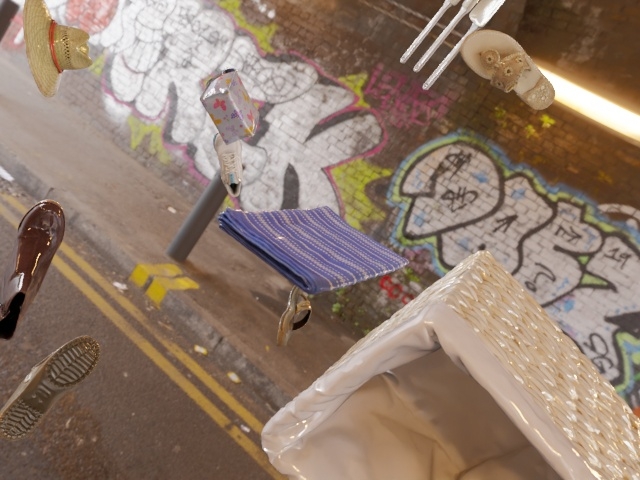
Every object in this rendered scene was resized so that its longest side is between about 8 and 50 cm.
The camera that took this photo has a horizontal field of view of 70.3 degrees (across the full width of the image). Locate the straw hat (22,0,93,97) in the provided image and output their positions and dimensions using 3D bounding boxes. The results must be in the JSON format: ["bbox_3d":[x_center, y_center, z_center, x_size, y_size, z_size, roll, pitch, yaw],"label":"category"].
[{"bbox_3d":[-0.348,-0.266,0.626,0.061,0.145,0.144,-1,16,-14],"label":"straw hat"}]

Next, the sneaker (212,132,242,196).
[{"bbox_3d":[-0.223,-0.187,1.140,0.191,0.071,0.083,89,-12,-51],"label":"sneaker"}]

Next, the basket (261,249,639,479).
[{"bbox_3d":[0.168,0.241,0.583,0.331,0.328,0.266,48,34,6],"label":"basket"}]

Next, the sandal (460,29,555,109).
[{"bbox_3d":[0.390,-0.331,0.900,0.240,0.088,0.079,26,29,-21],"label":"sandal"}]

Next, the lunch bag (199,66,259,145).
[{"bbox_3d":[-0.115,-0.176,0.589,0.083,0.053,0.071,-85,155,-46],"label":"lunch bag"}]

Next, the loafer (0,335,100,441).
[{"bbox_3d":[-0.345,0.179,0.571,0.056,0.050,0.148,61,38,-21],"label":"loafer"}]

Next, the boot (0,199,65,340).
[{"bbox_3d":[-0.596,0.055,0.939,0.090,0.249,0.207,22,12,-35],"label":"boot"}]

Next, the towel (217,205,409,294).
[{"bbox_3d":[0.000,0.000,0.856,0.243,0.040,0.336,34,24,28],"label":"towel"}]

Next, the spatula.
[{"bbox_3d":[0.273,-0.449,0.962,0.019,0.242,0.168,14,40,-39],"label":"spatula"}]

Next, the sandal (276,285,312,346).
[{"bbox_3d":[-0.044,0.149,0.914,0.049,0.072,0.180,9,29,8],"label":"sandal"}]
